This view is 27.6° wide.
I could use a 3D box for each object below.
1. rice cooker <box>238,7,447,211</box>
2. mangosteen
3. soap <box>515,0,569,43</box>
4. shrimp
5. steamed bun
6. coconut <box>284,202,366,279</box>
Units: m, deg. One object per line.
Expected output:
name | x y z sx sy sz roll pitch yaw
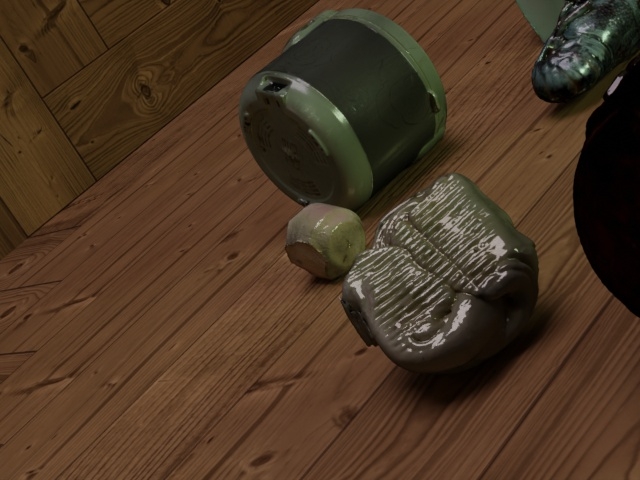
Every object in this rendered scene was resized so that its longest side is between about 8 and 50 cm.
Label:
rice cooker | 0.037 -0.211 2.093 0.277 0.288 0.288 -43 22 -28
mangosteen | 0.379 -0.047 1.135 0.330 0.330 0.330 -28 19 10
soap | 0.416 -0.457 2.357 0.091 0.145 0.230 -31 11 30
shrimp | 0.425 -0.352 2.015 0.137 0.172 0.372 -19 28 48
steamed bun | 0.140 0.058 1.456 0.211 0.144 0.218 -41 49 -5
coconut | 0.000 0.000 1.880 0.110 0.110 0.124 -41 28 -27
